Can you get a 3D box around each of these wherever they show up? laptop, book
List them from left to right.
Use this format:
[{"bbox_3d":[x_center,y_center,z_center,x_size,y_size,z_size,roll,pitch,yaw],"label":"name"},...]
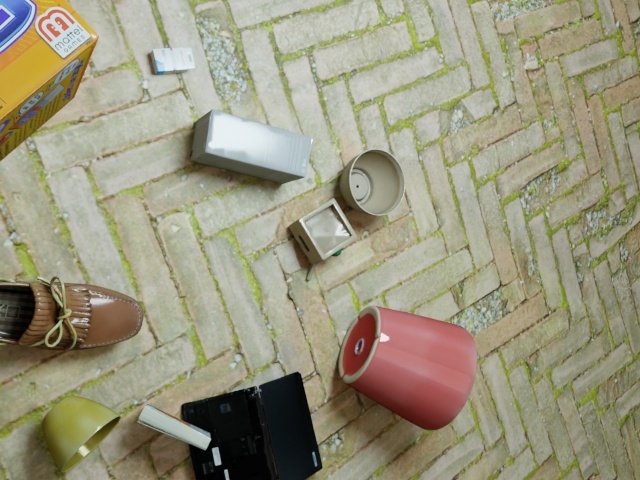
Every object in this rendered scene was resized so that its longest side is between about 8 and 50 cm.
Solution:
[{"bbox_3d":[-0.291,0.373,1.124,0.144,0.096,0.035,27,75,-6],"label":"book"},{"bbox_3d":[-0.147,0.442,1.246,0.264,0.136,0.234,-14,81,-4],"label":"laptop"}]

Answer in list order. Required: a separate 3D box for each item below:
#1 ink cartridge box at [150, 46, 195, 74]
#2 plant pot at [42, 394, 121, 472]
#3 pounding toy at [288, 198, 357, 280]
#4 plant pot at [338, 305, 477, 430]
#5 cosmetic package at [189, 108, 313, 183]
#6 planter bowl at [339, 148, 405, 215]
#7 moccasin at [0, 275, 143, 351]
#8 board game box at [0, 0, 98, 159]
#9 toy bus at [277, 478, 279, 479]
[{"bbox_3d":[-0.316,-0.385,1.195,0.083,0.028,0.048,-14,95,-28],"label":"ink cartridge box"},{"bbox_3d":[-0.461,0.349,1.047,0.095,0.134,0.134,41,68,7],"label":"plant pot"},{"bbox_3d":[0.000,0.000,1.332,0.130,0.100,0.141,-33,93,-26],"label":"pounding toy"},{"bbox_3d":[0.193,0.290,1.339,0.243,0.275,0.275,24,77,-16],"label":"plant pot"},{"bbox_3d":[-0.154,-0.200,1.225,0.238,0.127,0.107,14,82,-30],"label":"cosmetic package"},{"bbox_3d":[0.112,-0.138,1.379,0.162,0.109,0.162,1,87,-30],"label":"planter bowl"},{"bbox_3d":[-0.512,0.126,1.002,0.380,0.147,0.139,17,80,-28],"label":"moccasin"},{"bbox_3d":[-0.618,-0.283,0.836,0.356,0.356,0.356,47,68,-20],"label":"board game box"},{"bbox_3d":[-0.063,0.675,1.233,0.149,0.220,0.211,-16,129,-38],"label":"toy bus"}]
